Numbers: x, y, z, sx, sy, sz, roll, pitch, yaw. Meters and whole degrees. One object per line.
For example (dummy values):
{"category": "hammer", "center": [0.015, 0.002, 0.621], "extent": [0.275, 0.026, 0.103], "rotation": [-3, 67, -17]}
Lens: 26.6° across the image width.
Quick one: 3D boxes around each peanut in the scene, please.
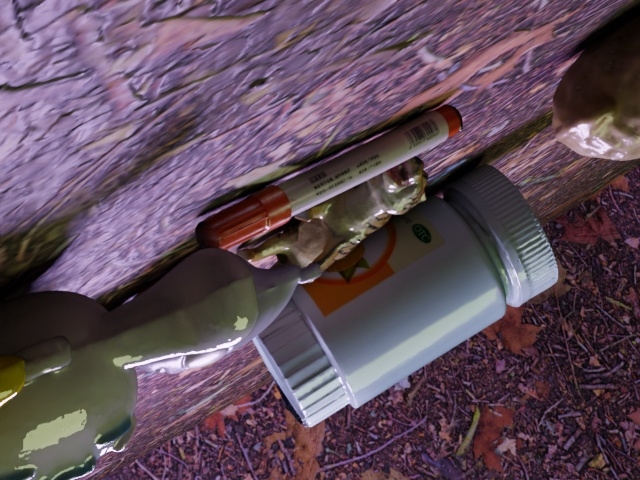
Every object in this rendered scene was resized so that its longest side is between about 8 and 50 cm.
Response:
{"category": "peanut", "center": [0.324, -0.156, 1.177], "extent": [0.298, 0.120, 0.136], "rotation": [-27, 167, -21]}

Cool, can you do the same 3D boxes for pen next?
{"category": "pen", "center": [0.012, -0.046, 0.947], "extent": [0.239, 0.028, 0.028], "rotation": [-28, 172, -35]}

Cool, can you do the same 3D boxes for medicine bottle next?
{"category": "medicine bottle", "center": [0.083, 0.062, 1.457], "extent": [0.318, 0.158, 0.158], "rotation": [-31, 173, -9]}

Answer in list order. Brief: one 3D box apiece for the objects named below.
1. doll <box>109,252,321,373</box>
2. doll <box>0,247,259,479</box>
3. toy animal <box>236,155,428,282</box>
{"category": "doll", "center": [-0.106, 0.060, 1.000], "extent": [0.227, 0.075, 0.102], "rotation": [-20, -172, -8]}
{"category": "doll", "center": [-0.178, 0.094, 0.766], "extent": [0.252, 0.111, 0.237], "rotation": [-18, 166, -28]}
{"category": "toy animal", "center": [0.000, 0.000, 1.079], "extent": [0.099, 0.057, 0.241], "rotation": [-27, 173, -37]}
